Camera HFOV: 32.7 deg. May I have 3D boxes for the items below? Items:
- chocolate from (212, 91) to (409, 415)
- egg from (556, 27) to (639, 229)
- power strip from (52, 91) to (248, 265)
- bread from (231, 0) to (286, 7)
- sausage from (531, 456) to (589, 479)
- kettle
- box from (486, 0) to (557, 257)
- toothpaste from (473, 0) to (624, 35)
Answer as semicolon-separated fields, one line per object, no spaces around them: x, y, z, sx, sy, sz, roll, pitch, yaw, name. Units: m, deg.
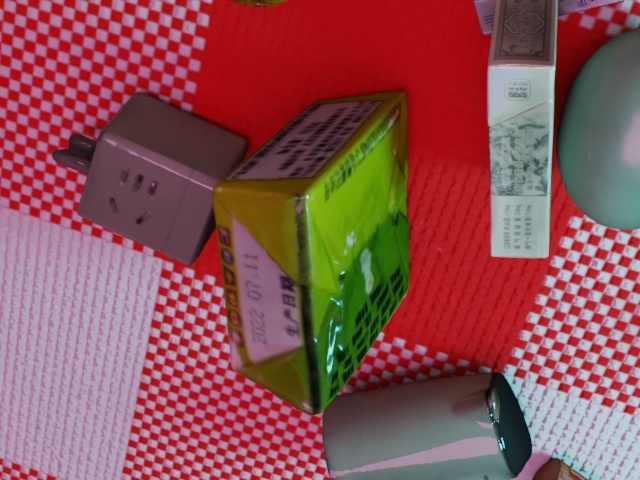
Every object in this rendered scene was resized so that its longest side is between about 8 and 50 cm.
0.000;0.000;1.300;0.137;0.301;0.288;10;122;22;chocolate
0.348;-0.121;1.207;0.168;0.168;0.231;10;118;9;egg
-0.225;-0.092;1.390;0.224;0.139;0.140;25;124;-1;power strip
-0.132;-0.361;1.241;0.269;0.095;0.139;29;122;13;bread
0.425;0.413;1.567;0.274;0.074;0.074;35;123;-7;sausage
0.159;0.282;1.522;0.255;0.165;0.240;-16;145;18;kettle
0.224;-0.128;1.213;0.069;0.164;0.256;2;131;12;box
0.254;-0.271;1.220;0.164;0.034;0.046;-11;118;21;toothpaste
